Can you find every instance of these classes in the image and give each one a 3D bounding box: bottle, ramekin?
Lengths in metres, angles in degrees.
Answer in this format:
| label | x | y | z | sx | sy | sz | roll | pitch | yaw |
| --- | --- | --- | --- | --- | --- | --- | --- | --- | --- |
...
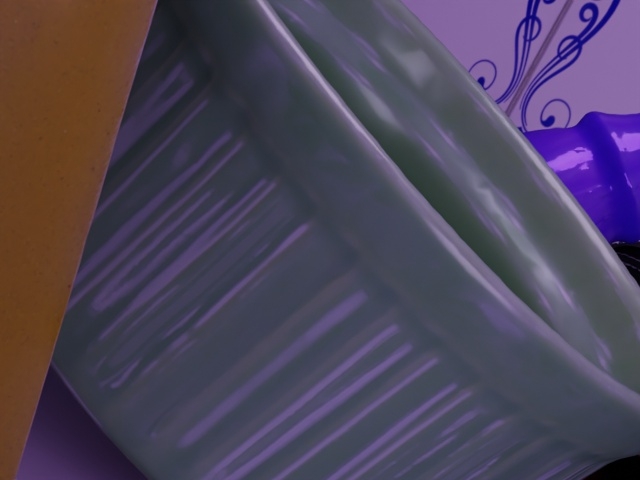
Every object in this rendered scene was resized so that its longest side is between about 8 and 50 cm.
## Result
| label | x | y | z | sx | sy | sz | roll | pitch | yaw |
| --- | --- | --- | --- | --- | --- | --- | --- | --- | --- |
| bottle | 0.127 | -0.018 | 1.104 | 0.118 | 0.282 | 0.092 | -115 | -174 | -74 |
| ramekin | 0.000 | 0.000 | 0.690 | 0.303 | 0.148 | 0.303 | 45 | 15 | -16 |

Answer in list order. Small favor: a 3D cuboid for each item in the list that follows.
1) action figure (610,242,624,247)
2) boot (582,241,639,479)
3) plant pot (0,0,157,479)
| label | x | y | z | sx | sy | sz | roll | pitch | yaw |
| --- | --- | --- | --- | --- | --- | --- | --- | --- | --- |
| action figure | 0.315 | 0.033 | 1.257 | 0.275 | 0.141 | 0.164 | 24 | 10 | -45 |
| boot | 0.205 | 0.092 | 1.032 | 0.178 | 0.085 | 0.236 | -7 | 45 | -39 |
| plant pot | -0.195 | -0.050 | 0.491 | 0.187 | 0.212 | 0.212 | 4 | 22 | -40 |
